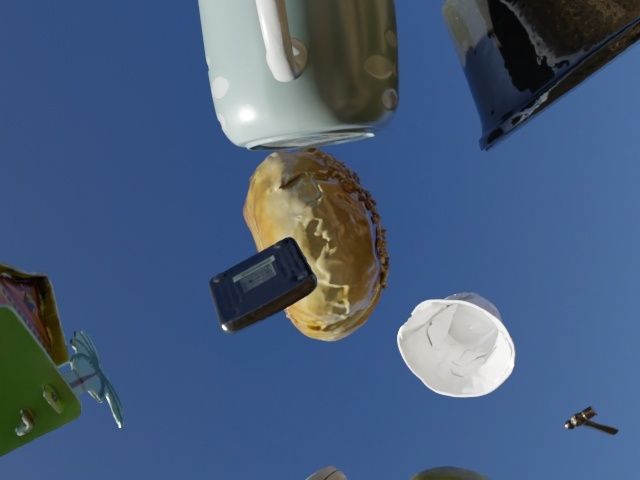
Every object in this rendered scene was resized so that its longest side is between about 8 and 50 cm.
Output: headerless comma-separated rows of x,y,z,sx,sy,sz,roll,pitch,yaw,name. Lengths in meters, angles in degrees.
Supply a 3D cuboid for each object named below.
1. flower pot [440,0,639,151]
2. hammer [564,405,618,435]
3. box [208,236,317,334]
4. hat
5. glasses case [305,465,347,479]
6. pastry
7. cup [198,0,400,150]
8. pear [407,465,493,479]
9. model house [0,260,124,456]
0.359,-0.352,1.153,0.379,0.379,0.251,-33,-92,-30,flower pot
0.541,0.360,1.368,0.178,0.021,0.065,25,-58,-38,hammer
-0.072,0.052,0.849,0.126,0.125,0.027,-28,-62,-4,box
0.252,0.167,1.248,0.126,0.203,0.203,-35,-62,-59,hat
-0.043,0.338,0.801,0.204,0.051,0.081,-36,-33,-34,glasses case
0.000,0.000,1.418,0.244,0.409,0.410,-22,-70,-10,pastry
-0.030,-0.261,0.881,0.259,0.356,0.275,-6,-86,7,cup
0.227,0.518,1.127,0.252,0.307,0.253,-11,-41,-9,pear
-0.502,0.216,1.086,0.300,0.324,0.340,-26,-63,-2,model house
